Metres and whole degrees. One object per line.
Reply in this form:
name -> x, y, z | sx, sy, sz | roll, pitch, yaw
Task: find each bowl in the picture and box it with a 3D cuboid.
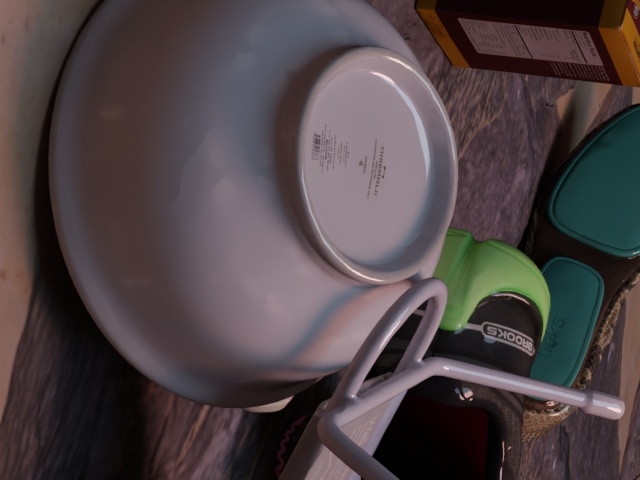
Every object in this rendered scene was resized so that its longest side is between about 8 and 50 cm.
bowl -> -0.009, -0.043, 0.881 | 0.298, 0.134, 0.298 | 4, 84, -45

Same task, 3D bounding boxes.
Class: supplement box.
supplement box -> 0.220, -0.264, 1.326 | 0.129, 0.194, 0.191 | 41, 63, -62

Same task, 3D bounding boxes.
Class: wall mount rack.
wall mount rack -> 0.056, 0.192, 0.945 | 0.304, 0.130, 0.350 | -15, 136, -60

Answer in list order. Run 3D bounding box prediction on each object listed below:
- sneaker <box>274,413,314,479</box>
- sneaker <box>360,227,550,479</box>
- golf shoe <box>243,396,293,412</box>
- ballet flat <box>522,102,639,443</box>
sneaker -> -0.012, 0.205, 1.182 | 0.047, 0.057, 0.119 | 41, 62, -59
sneaker -> 0.073, 0.211, 1.171 | 0.202, 0.185, 0.483 | -60, 155, -46
golf shoe -> 0.000, 0.000, 1.087 | 0.306, 0.115, 0.140 | -52, 153, -32
ballet flat -> 0.311, 0.042, 1.730 | 0.483, 0.164, 0.182 | -58, 170, -27
